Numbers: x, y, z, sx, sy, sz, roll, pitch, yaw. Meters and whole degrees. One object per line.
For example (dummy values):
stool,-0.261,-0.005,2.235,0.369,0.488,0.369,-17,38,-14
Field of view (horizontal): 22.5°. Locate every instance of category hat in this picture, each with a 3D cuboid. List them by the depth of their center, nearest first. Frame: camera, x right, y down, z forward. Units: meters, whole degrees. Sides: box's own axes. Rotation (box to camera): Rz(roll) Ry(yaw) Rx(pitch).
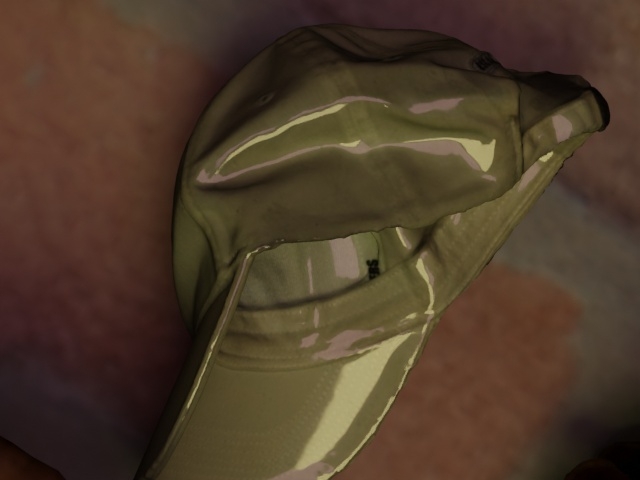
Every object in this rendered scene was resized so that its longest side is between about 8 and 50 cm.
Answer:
hat,0.001,0.007,0.475,0.122,0.081,0.166,15,106,-52

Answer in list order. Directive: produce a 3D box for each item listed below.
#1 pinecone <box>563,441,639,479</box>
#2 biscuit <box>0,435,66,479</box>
pinecone,0.136,0.110,0.477,0.140,0.121,0.140,1,85,-15
biscuit,-0.162,0.162,0.355,0.296,0.102,0.296,-3,54,4
